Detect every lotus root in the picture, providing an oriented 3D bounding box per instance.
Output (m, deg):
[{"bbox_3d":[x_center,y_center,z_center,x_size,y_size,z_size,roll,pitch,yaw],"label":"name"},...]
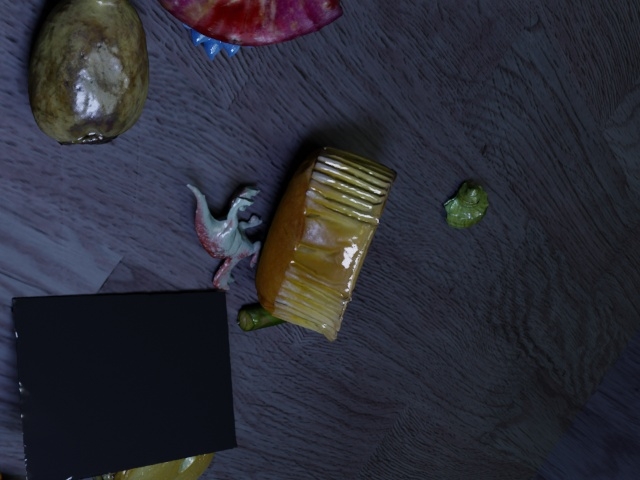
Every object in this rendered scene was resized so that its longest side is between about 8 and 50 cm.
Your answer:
[{"bbox_3d":[-0.256,-0.204,1.107,0.138,0.138,0.214,-6,122,-46],"label":"lotus root"}]

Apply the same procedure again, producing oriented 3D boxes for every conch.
[{"bbox_3d":[0.277,-0.062,1.895,0.089,0.074,0.121,-6,147,-15],"label":"conch"}]

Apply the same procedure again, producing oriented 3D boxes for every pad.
[{"bbox_3d":[-0.264,0.198,1.393,0.367,0.007,0.248,0,82,-48],"label":"pad"}]

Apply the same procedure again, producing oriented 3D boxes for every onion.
[{"bbox_3d":[-0.098,-0.343,1.090,0.230,0.272,0.256,-9,90,-7],"label":"onion"}]

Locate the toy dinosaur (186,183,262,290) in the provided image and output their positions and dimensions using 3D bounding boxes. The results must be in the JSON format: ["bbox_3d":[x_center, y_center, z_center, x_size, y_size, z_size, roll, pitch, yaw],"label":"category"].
[{"bbox_3d":[-0.150,-0.012,1.438,0.167,0.053,0.242,-51,153,6],"label":"toy dinosaur"}]

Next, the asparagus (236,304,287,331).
[{"bbox_3d":[-0.065,0.122,1.657,0.178,0.041,0.045,-9,133,-46],"label":"asparagus"}]

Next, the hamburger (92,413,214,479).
[{"bbox_3d":[-0.265,0.326,1.522,0.189,0.122,0.215,-45,147,-17],"label":"hamburger"}]

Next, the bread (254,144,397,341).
[{"bbox_3d":[0.000,0.000,1.505,0.204,0.156,0.288,-57,166,-73],"label":"bread"}]

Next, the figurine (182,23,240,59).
[{"bbox_3d":[-0.125,-0.278,1.234,0.114,0.079,0.114,-7,112,-19],"label":"figurine"}]
